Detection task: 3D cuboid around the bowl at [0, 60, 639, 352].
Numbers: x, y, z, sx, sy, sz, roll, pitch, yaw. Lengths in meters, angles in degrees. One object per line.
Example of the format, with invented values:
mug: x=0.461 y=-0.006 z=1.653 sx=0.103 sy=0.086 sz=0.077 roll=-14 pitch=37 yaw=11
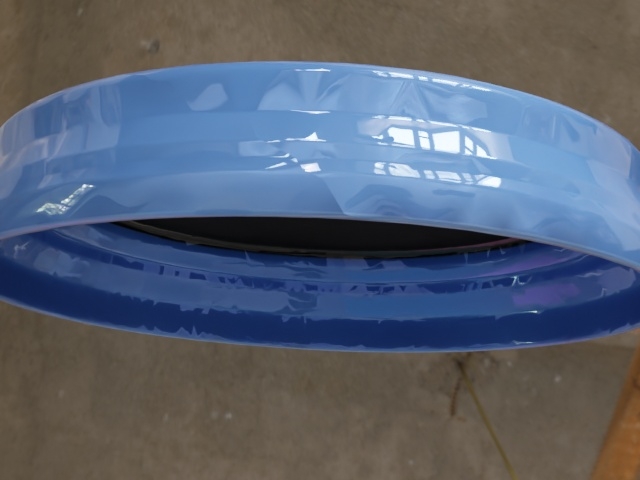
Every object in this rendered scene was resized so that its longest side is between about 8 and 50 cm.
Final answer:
bowl: x=0.000 y=0.000 z=0.627 sx=0.390 sy=0.391 sz=0.077 roll=5 pitch=-104 yaw=-9
